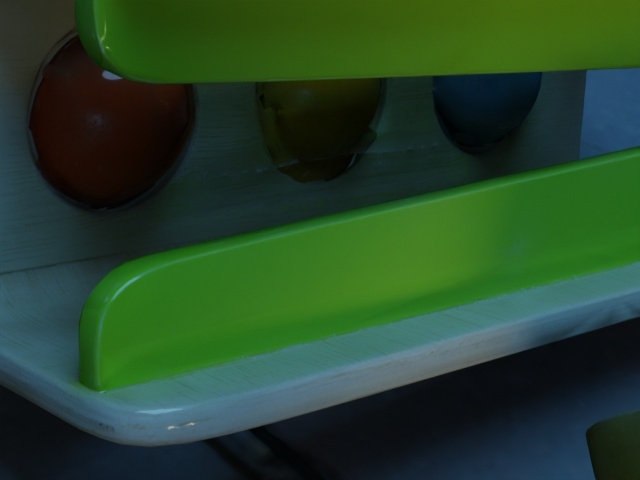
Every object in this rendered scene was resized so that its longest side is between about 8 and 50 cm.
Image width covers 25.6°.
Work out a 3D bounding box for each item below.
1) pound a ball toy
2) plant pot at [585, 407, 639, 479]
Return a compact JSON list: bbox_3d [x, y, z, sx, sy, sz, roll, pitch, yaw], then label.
[{"bbox_3d":[0.000,0.000,0.429,0.319,0.208,0.136,-11,21,-39],"label":"pound a ball toy"},{"bbox_3d":[0.144,0.094,0.384,0.134,0.134,0.095,1,74,-13],"label":"plant pot"}]
